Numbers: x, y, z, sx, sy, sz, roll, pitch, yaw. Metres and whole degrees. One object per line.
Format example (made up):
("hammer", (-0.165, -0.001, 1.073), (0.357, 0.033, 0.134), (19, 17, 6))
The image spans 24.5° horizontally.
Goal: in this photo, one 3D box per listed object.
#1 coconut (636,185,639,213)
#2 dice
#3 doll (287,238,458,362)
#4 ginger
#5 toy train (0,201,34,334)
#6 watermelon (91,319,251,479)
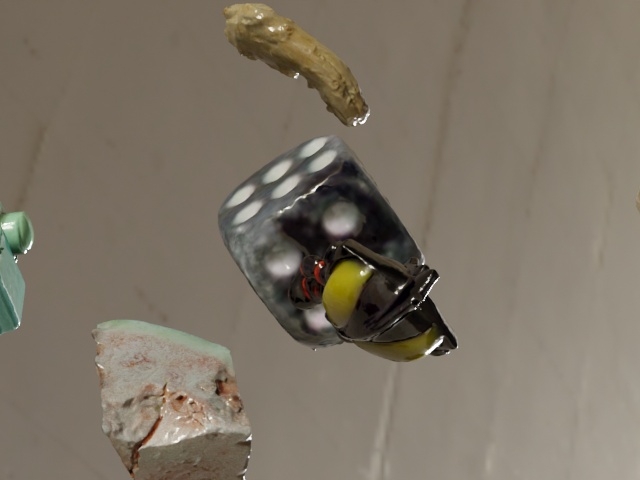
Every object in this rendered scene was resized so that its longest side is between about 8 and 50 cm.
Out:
("coconut", (0.310, -0.035, 0.874), (0.239, 0.239, 0.244), (5, -126, -62))
("dice", (0.000, 0.000, 1.688), (0.183, 0.182, 0.181), (53, -178, -19))
("doll", (0.043, 0.055, 1.242), (0.127, 0.249, 0.088), (13, -97, -18))
("ginger", (-0.023, -0.175, 1.429), (0.051, 0.173, 0.069), (-44, -10, -32))
("toy train", (-0.375, 0.025, 1.387), (0.112, 0.203, 0.163), (77, -172, -48))
("watermelon", (-0.207, 0.247, 1.937), (0.232, 0.193, 0.310), (139, 128, -68))
